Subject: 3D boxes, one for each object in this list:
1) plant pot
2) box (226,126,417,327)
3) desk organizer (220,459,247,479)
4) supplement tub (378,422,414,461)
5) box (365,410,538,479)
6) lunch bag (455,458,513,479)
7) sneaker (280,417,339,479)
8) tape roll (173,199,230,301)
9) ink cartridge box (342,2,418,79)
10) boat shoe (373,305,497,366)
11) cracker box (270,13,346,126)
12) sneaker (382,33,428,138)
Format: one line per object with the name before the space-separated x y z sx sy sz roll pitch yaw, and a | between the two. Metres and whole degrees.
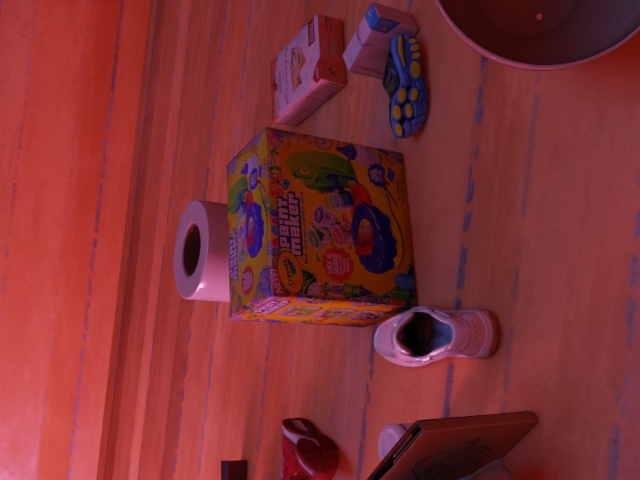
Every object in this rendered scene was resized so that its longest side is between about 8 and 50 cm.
plant pot | 0.272 -0.342 0.942 0.191 0.284 0.284 -24 -57 -83
box | -0.004 -0.011 1.313 0.177 0.279 0.289 -32 58 55
desk organizer | -0.205 0.589 1.786 0.047 0.050 0.130 -27 61 57
supplement tub | 0.149 0.314 1.144 0.071 0.107 0.071 -19 68 59
box | 0.173 0.288 1.009 0.164 0.201 0.021 -61 40 36
lunch bag | 0.160 0.436 0.963 0.262 0.160 0.223 -40 70 37
sneaker | -0.022 0.448 1.475 0.221 0.087 0.128 -140 52 -70
tape roll | -0.243 0.029 1.849 0.246 0.169 0.246 -22 65 59
ink cartridge box | 0.108 -0.363 1.379 0.122 0.089 0.052 -57 39 39
boat shoe | 0.153 0.146 1.183 0.277 0.096 0.098 -22 66 58
cracker box | -0.033 -0.370 1.658 0.232 0.067 0.155 -28 60 56
sneaker | 0.148 -0.268 1.329 0.078 0.067 0.188 125 144 -75
